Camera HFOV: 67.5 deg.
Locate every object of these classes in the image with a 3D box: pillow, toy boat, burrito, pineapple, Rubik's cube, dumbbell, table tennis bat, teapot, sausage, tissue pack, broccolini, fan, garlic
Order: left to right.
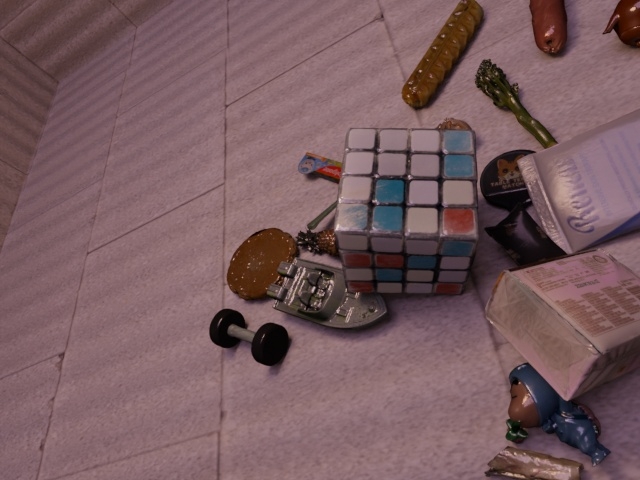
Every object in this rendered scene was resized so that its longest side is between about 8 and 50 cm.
[{"bbox_3d":[-0.177,0.234,1.172,0.191,0.100,0.100,9,68,38],"label":"dumbbell"},{"bbox_3d":[0.000,0.000,1.229,0.159,0.074,0.074,7,66,46],"label":"pineapple"},{"bbox_3d":[0.019,0.128,1.112,0.320,0.092,0.141,11,71,37],"label":"toy boat"},{"bbox_3d":[0.035,-0.094,1.260,0.193,0.016,0.038,-43,26,-20],"label":"fan"},{"bbox_3d":[0.171,-0.053,0.971,0.259,0.253,0.256,2,60,7],"label":"Rubik's cube"},{"bbox_3d":[0.321,-0.257,1.168,0.113,0.094,0.074,7,25,42],"label":"garlic"},{"bbox_3d":[0.424,-0.103,1.038,0.150,0.027,0.236,-9,55,29],"label":"table tennis bat"},{"bbox_3d":[0.404,0.008,0.941,0.090,0.048,0.150,-46,70,25],"label":"pillow"},{"bbox_3d":[0.480,-0.292,1.109,0.074,0.079,0.392,-26,57,4],"label":"broccolini"},{"bbox_3d":[0.343,0.367,0.776,0.149,0.041,0.055,-5,73,32],"label":"burrito"},{"bbox_3d":[0.579,-0.644,1.237,0.088,0.088,0.433,-11,56,28],"label":"sausage"},{"bbox_3d":[0.414,0.120,0.761,0.225,0.124,0.185,-10,39,-25],"label":"tissue pack"},{"bbox_3d":[0.702,-0.472,1.040,0.173,0.116,0.116,1,59,4],"label":"teapot"}]

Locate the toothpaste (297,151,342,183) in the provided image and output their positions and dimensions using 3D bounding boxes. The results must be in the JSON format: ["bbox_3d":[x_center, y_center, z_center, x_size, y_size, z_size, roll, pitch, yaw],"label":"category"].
[{"bbox_3d":[0.017,-0.192,1.351,0.193,0.044,0.070,26,79,42],"label":"toothpaste"}]

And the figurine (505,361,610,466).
[{"bbox_3d":[0.366,0.287,0.774,0.144,0.114,0.178,-41,56,2],"label":"figurine"}]

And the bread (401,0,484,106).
[{"bbox_3d":[0.340,-0.519,1.325,0.367,0.084,0.077,-57,5,-11],"label":"bread"}]

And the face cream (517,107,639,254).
[{"bbox_3d":[0.609,-0.142,0.883,0.420,0.137,0.234,-25,64,29],"label":"face cream"}]

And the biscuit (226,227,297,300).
[{"bbox_3d":[-0.159,0.064,1.306,0.226,0.042,0.226,-16,55,23],"label":"biscuit"}]
